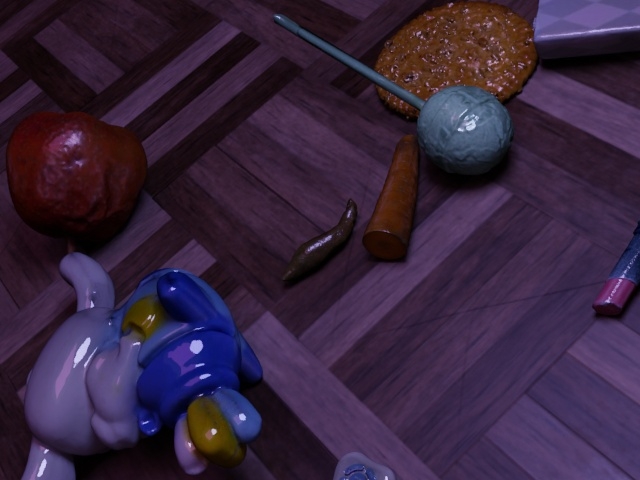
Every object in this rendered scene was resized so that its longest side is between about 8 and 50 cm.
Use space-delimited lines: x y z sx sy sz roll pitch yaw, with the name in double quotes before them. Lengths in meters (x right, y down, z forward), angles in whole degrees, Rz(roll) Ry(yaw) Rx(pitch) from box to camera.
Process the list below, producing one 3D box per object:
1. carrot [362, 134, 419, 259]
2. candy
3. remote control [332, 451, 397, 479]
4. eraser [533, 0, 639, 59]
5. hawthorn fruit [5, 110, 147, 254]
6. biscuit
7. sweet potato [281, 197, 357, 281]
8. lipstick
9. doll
"carrot" 0.106 -0.070 1.089 0.061 0.061 0.209 -1 48 23
"candy" 0.085 -0.228 1.144 0.119 0.119 0.440 -45 59 -13
"remote control" 0.028 0.290 0.861 0.074 0.032 0.122 19 65 33
"eraser" 0.504 -0.340 1.097 0.397 0.082 0.213 0 55 24
"hawthorn fruit" -0.378 -0.067 1.228 0.208 0.207 0.243 1 82 25
"biscuit" 0.200 -0.278 1.217 0.254 0.035 0.253 -13 50 16
"sweet potato" 0.006 0.003 1.088 0.041 0.038 0.153 40 74 16
"lipstick" 0.381 -0.012 0.925 0.053 0.053 0.234 27 71 37
"doll" -0.216 0.158 0.992 0.366 0.187 0.375 -14 73 25
